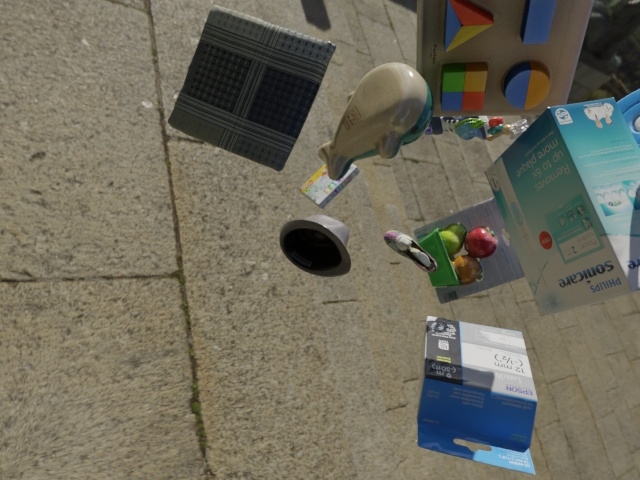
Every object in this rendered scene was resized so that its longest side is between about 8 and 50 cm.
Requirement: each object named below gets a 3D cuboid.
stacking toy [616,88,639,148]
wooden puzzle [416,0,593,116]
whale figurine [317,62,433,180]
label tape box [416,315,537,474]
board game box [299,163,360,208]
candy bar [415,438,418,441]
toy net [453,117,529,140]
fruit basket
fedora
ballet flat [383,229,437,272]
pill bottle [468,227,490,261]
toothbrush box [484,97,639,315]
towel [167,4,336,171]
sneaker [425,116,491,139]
[{"bbox_3d":[0.647,-0.133,0.810,0.302,0.175,0.165,30,44,-31],"label":"stacking toy"},{"bbox_3d":[0.383,-0.405,0.954,0.348,0.322,0.080,-1,43,10],"label":"wooden puzzle"},{"bbox_3d":[0.118,-0.236,0.943,0.141,0.272,0.216,22,33,-43],"label":"whale figurine"},{"bbox_3d":[0.366,0.343,1.060,0.250,0.115,0.347,9,28,10],"label":"label tape box"},{"bbox_3d":[0.025,-0.172,1.283,0.154,0.103,0.026,-45,139,-5],"label":"board game box"},{"bbox_3d":[0.352,0.678,1.501,0.161,0.040,0.018,53,15,-53],"label":"candy bar"},{"bbox_3d":[0.494,-0.319,1.229,0.233,0.122,0.045,-5,74,-12],"label":"toy net"},{"bbox_3d":[0.581,0.043,1.747,0.165,0.353,0.326,20,50,-66],"label":"fruit basket"},{"bbox_3d":[0.000,0.000,1.467,0.243,0.276,0.124,57,46,-24],"label":"fedora"},{"bbox_3d":[0.323,0.035,1.563,0.222,0.079,0.076,39,84,2],"label":"ballet flat"},{"bbox_3d":[0.668,0.012,1.838,0.086,0.086,0.151,-7,80,-38],"label":"pill bottle"},{"bbox_3d":[0.420,-0.044,0.735,0.126,0.216,0.295,-12,74,-11],"label":"toothbrush box"},{"bbox_3d":[-0.165,-0.352,1.025,0.325,0.312,0.056,25,6,13],"label":"towel"},{"bbox_3d":[0.543,-0.479,1.876,0.130,0.236,0.322,55,8,-49],"label":"sneaker"}]
